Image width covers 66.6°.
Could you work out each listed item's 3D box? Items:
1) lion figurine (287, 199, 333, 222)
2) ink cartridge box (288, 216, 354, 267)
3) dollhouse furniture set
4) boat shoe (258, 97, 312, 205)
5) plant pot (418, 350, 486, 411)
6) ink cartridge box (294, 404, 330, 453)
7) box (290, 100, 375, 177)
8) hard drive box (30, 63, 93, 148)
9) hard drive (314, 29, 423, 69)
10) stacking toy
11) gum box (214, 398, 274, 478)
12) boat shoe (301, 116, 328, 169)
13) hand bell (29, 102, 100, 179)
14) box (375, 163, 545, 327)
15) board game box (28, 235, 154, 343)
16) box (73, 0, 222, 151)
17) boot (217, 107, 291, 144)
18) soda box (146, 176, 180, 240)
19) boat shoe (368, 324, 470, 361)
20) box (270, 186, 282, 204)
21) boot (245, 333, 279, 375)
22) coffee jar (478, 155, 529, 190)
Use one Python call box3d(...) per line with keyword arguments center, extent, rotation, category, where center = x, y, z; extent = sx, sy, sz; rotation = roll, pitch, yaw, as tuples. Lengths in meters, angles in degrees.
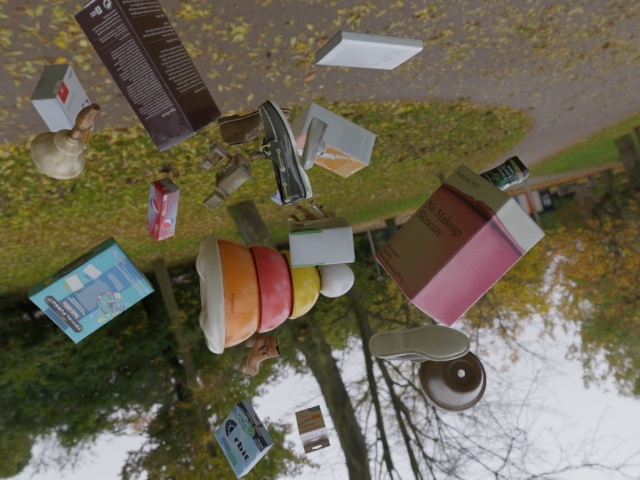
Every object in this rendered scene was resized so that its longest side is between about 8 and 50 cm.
box3d(center=(-0.006, -0.073, 2.288), extent=(0.392, 0.240, 0.142), rotation=(-26, 151, -58), category="lion figurine")
box3d(center=(0.000, 0.000, 1.260), extent=(0.154, 0.093, 0.212), rotation=(-6, -172, 0), category="ink cartridge box")
box3d(center=(-0.346, -0.222, 1.585), extent=(0.182, 0.101, 0.161), rotation=(-36, 126, 18), category="dollhouse furniture set")
box3d(center=(-0.114, -0.243, 1.371), extent=(0.091, 0.305, 0.109), rotation=(-25, -156, -11), category="boat shoe")
box3d(center=(0.520, 0.520, 1.858), extent=(0.263, 0.263, 0.229), rotation=(-14, 160, -1), category="plant pot")
box3d(center=(-0.031, 0.711, 1.840), extent=(0.104, 0.062, 0.181), rotation=(-16, -162, -6), category="ink cartridge box")
box3d(center=(0.043, -0.455, 2.243), extent=(0.345, 0.168, 0.215), rotation=(22, 161, -21), category="box")
box3d(center=(-0.890, -0.464, 1.705), extent=(0.089, 0.181, 0.232), rotation=(-3, 147, 1), category="hard drive box")
box3d(center=(0.161, -0.638, 1.646), extent=(0.307, 0.040, 0.203), rotation=(-5, 180, -25), category="hard drive")
box3d(center=(-0.124, 0.145, 1.482), extent=(0.480, 0.351, 0.350), rotation=(-3, 175, -17), category="stacking toy")
box3d(center=(-0.235, 0.598, 1.472), extent=(0.041, 0.157, 0.184), rotation=(-5, 138, -49), category="gum box")
box3d(center=(-0.012, -0.270, 1.379), extent=(0.063, 0.184, 0.066), rotation=(18, 140, -13), category="boat shoe")
box3d(center=(-0.560, -0.245, 1.118), extent=(0.242, 0.126, 0.126), rotation=(-24, 172, 40), category="hand bell")
box3d(center=(0.236, 0.009, 0.853), extent=(0.232, 0.127, 0.148), rotation=(-48, -145, 11), category="box")
box3d(center=(-0.839, 0.182, 1.804), extent=(0.336, 0.254, 0.079), rotation=(-35, -145, -14), category="board game box")
box3d(center=(-0.441, -0.454, 1.297), extent=(0.143, 0.381, 0.191), rotation=(-21, -159, 23), category="box")
box3d(center=(-0.259, -0.464, 1.980), extent=(0.305, 0.115, 0.112), rotation=(-12, 178, 6), category="boot")
box3d(center=(-0.647, -0.126, 1.992), extent=(0.083, 0.092, 0.263), rotation=(-31, 153, -43), category="soda box")
box3d(center=(0.328, 0.347, 1.615), extent=(0.324, 0.117, 0.097), rotation=(-7, 159, 16), category="boat shoe")
box3d(center=(-0.136, -0.194, 1.856), extent=(0.054, 0.059, 0.169), rotation=(32, 157, -13), category="box")
box3d(center=(-0.257, 0.521, 2.204), extent=(0.152, 0.197, 0.073), rotation=(-2, -166, 12), category="boot")
box3d(center=(0.658, -0.230, 1.774), extent=(0.184, 0.096, 0.079), rotation=(-29, 152, 3), category="coffee jar")
